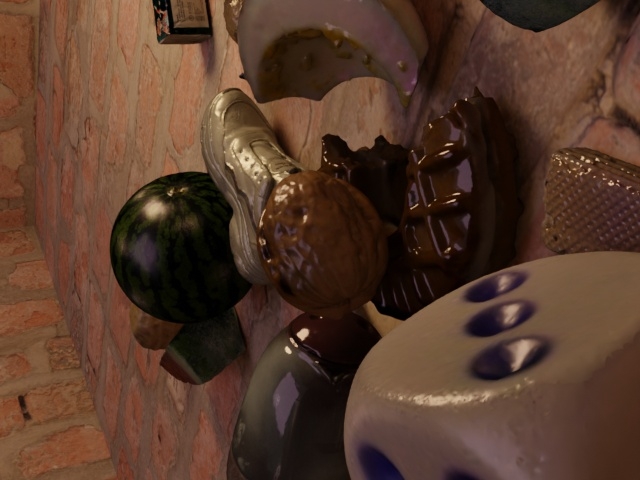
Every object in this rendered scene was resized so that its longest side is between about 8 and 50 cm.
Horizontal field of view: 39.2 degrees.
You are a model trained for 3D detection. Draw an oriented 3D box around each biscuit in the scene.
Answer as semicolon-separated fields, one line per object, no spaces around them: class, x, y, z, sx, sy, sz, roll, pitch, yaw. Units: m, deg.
biscuit;0.115;-0.029;1.133;0.366;0.115;0.268;-11;87;64
biscuit;0.301;-0.007;0.837;0.239;0.061;0.108;38;132;55

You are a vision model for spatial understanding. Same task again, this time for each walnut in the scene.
walnut;0.000;0.000;1.087;0.184;0.155;0.155;63;148;24

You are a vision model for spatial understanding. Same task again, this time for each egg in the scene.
egg;-0.098;-0.362;1.450;0.118;0.116;0.140;-46;-57;-77
egg;0.028;-0.284;1.164;0.271;0.162;0.206;-3;122;37

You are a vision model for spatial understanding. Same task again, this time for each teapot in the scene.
teapot;0.000;0.223;1.358;0.315;0.233;0.312;-90;13;-64

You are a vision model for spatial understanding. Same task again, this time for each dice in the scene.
dice;0.210;0.201;0.774;0.304;0.277;0.304;-7;111;60

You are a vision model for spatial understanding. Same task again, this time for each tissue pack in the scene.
tissue pack;-0.281;-0.480;1.785;0.090;0.103;0.170;-6;92;56

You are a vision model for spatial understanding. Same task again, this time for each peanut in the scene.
peanut;-0.382;0.104;2.114;0.153;0.140;0.325;-133;42;-73

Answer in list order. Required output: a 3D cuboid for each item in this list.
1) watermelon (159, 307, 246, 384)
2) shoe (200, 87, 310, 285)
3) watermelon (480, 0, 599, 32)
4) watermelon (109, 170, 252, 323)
watermelon;-0.264;0.225;1.918;0.140;0.193;0.256;48;146;-3
shoe;-0.085;-0.105;1.495;0.210;0.132;0.342;-21;83;58
watermelon;0.202;-0.366;0.797;0.188;0.175;0.322;-11;89;64
watermelon;-0.246;0.012;1.669;0.285;0.285;0.285;28;122;58
